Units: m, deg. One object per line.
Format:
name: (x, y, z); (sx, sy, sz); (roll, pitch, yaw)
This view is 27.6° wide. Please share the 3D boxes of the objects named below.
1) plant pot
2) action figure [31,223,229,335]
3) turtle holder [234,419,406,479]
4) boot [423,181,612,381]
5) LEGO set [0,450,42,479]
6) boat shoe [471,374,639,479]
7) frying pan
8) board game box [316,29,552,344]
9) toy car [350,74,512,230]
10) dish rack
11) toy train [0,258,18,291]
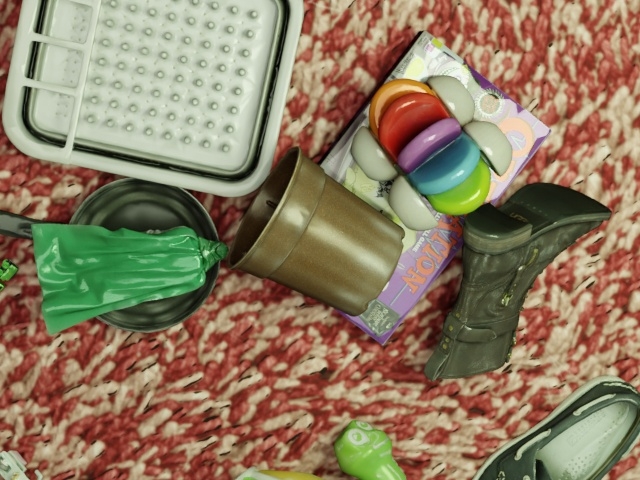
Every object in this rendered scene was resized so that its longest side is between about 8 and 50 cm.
plant pot: (0.000, 0.000, 1.552); (0.165, 0.167, 0.167); (30, 96, -14)
action figure: (-0.226, 0.030, 1.589); (0.232, 0.063, 0.137); (-8, 97, 3)
turtle holder: (-0.030, 0.381, 1.601); (0.227, 0.243, 0.320); (44, 104, 11)
boot: (0.241, 0.056, 1.631); (0.263, 0.091, 0.229); (-14, 126, -35)
LEGO set: (-0.454, 0.406, 1.679); (0.287, 0.107, 0.132); (-40, 62, 8)
boat shoe: (0.293, 0.294, 1.670); (0.114, 0.091, 0.302); (40, 95, -6)
frying pan: (-0.287, 0.026, 1.639); (0.326, 0.053, 0.197); (-8, 98, 1)
board game box: (0.103, -0.065, 1.642); (0.208, 0.056, 0.347); (36, 95, -10)
toy car: (0.126, -0.113, 1.530); (0.159, 0.136, 0.182); (-36, 70, 2)
dish rack: (-0.203, -0.217, 1.599); (0.333, 0.072, 0.285); (12, 96, -3)
toy train: (-0.416, 0.059, 1.657); (0.024, 0.017, 0.083); (41, 95, -17)
